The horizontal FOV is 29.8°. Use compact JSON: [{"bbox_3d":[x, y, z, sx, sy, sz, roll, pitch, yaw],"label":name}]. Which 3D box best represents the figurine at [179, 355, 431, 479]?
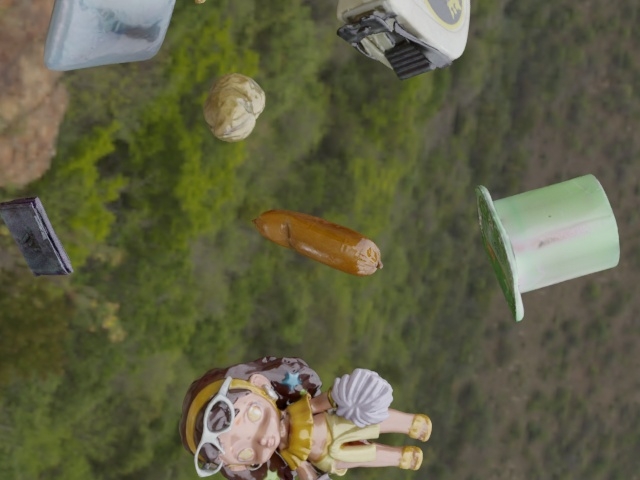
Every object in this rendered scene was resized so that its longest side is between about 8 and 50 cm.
[{"bbox_3d":[-0.012,0.181,1.128,0.116,0.240,0.175,-109,-148,-74],"label":"figurine"}]

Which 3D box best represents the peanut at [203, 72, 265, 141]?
[{"bbox_3d":[-0.112,-0.177,1.590,0.174,0.080,0.080,-90,177,-67],"label":"peanut"}]

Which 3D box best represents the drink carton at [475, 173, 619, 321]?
[{"bbox_3d":[0.276,-0.008,1.452,0.144,0.142,0.146,72,2,-50],"label":"drink carton"}]

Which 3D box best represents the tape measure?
[{"bbox_3d":[0.122,-0.335,1.759,0.231,0.133,0.271,45,41,-40],"label":"tape measure"}]

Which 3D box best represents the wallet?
[{"bbox_3d":[-0.542,-0.005,2.284,0.030,0.111,0.166,-45,122,-43],"label":"wallet"}]

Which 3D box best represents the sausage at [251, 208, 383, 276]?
[{"bbox_3d":[0.000,0.000,1.455,0.054,0.183,0.062,-49,144,-33],"label":"sausage"}]

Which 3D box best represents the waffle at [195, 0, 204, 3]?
[{"bbox_3d":[-0.078,-0.316,1.286,0.148,0.042,0.102,-34,167,-43],"label":"waffle"}]

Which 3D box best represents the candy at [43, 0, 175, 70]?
[{"bbox_3d":[-0.262,-0.280,1.516,0.174,0.071,0.138,-17,140,-45],"label":"candy"}]
